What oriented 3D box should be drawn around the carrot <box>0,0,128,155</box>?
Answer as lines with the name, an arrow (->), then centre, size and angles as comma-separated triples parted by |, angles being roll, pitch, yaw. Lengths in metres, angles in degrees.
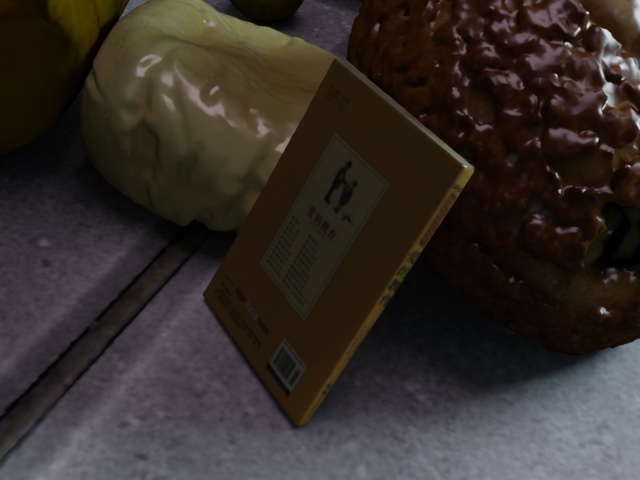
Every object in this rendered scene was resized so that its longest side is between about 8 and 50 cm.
carrot -> -0.255, -0.213, 0.600 | 0.241, 0.242, 0.341 | 7, 39, -6

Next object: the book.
book -> 0.000, 0.000, 0.462 | 0.012, 0.172, 0.118 | 9, 30, -45

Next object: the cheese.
cheese -> -0.054, -0.092, 0.607 | 0.214, 0.117, 0.226 | 24, 34, 6

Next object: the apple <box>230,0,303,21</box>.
apple -> -0.057, -0.267, 0.858 | 0.089, 0.074, 0.090 | 6, 40, -5

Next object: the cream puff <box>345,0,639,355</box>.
cream puff -> 0.157, -0.090, 0.531 | 0.303, 0.212, 0.303 | 27, 36, -22
